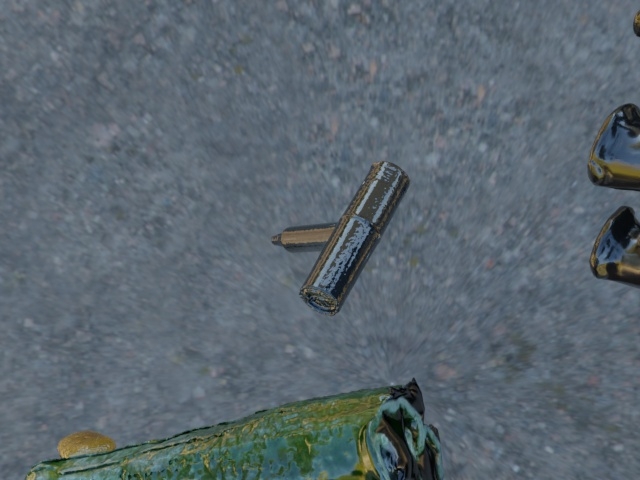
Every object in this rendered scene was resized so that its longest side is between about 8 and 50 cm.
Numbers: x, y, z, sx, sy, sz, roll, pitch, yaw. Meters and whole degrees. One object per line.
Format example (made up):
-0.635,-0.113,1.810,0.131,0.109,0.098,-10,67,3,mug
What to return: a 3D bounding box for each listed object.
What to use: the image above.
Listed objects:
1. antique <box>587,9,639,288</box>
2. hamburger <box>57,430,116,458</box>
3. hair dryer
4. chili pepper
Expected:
0.369,-0.054,0.958,0.255,0.322,0.185,28,60,32,antique
-0.321,0.288,1.601,0.083,0.076,0.044,11,111,46,hamburger
-0.010,0.011,1.210,0.050,0.194,0.173,45,55,-19,hair dryer
-0.056,0.113,0.576,0.226,0.088,0.059,-9,44,22,chili pepper
